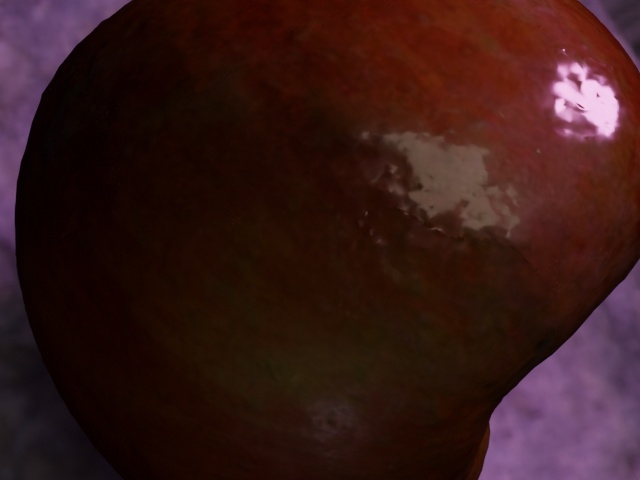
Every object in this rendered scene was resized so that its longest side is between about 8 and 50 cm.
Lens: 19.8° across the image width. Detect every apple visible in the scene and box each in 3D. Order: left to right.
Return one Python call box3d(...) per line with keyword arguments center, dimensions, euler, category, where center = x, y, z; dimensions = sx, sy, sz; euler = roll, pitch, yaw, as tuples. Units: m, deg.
box3d(center=(0.000, 0.000, 0.525), dimensions=(0.160, 0.195, 0.173), euler=(8, 34, -39), category="apple")
